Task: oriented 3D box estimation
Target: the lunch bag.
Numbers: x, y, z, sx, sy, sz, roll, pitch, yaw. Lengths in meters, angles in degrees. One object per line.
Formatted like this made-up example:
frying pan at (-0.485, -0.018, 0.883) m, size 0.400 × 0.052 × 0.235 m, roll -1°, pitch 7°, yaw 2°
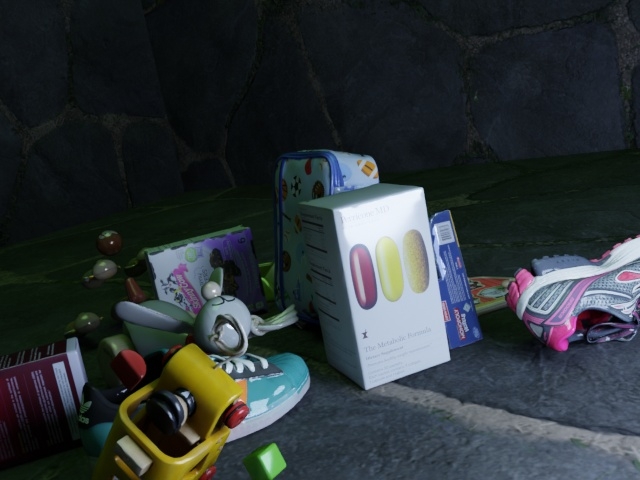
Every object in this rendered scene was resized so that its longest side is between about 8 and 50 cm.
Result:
lunch bag at (0.000, 0.000, 1.230) m, size 0.114 × 0.304 × 0.243 m, roll -2°, pitch 6°, yaw -33°

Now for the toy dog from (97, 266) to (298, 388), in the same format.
toy dog at (-0.217, 0.105, 1.080) m, size 0.333 × 0.161 × 0.220 m, roll -24°, pitch -4°, yaw 31°

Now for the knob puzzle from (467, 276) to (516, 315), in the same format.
knob puzzle at (0.248, 0.083, 1.239) m, size 0.213 × 0.030 × 0.213 m, roll -11°, pitch 12°, yaw 2°

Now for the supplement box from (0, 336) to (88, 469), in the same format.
supplement box at (-0.420, 0.223, 0.937) m, size 0.239 × 0.130 × 0.073 m, roll -13°, pitch 12°, yaw -17°

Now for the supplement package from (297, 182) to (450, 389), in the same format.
supplement package at (0.071, 0.055, 1.002) m, size 0.139 × 0.244 × 0.134 m, roll -16°, pitch 12°, yaw -20°

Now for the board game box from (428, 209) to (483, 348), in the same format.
board game box at (0.152, 0.065, 1.122) m, size 0.060 × 0.194 × 0.194 m, roll -13°, pitch -3°, yaw -22°

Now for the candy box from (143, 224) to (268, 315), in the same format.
candy box at (-0.214, 0.075, 1.362) m, size 0.196 × 0.165 × 0.070 m, roll -15°, pitch 11°, yaw -18°

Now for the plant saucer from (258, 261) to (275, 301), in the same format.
plant saucer at (-0.165, 0.091, 1.540) m, size 0.188 × 0.045 × 0.188 m, roll -9°, pitch 12°, yaw 8°

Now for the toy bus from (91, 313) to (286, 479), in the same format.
toy bus at (-0.150, 0.188, 0.703) m, size 0.190 × 0.202 × 0.104 m, roll -9°, pitch 11°, yaw 35°

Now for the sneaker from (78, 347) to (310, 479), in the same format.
sneaker at (-0.146, 0.182, 0.899) m, size 0.302 × 0.121 × 0.108 m, roll -17°, pitch 13°, yaw -32°

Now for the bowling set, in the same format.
bowling set at (-0.397, 0.068, 1.444) m, size 0.287 × 0.200 × 0.154 m, roll -23°, pitch -1°, yaw -36°

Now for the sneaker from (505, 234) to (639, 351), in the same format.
sneaker at (0.401, 0.078, 0.971) m, size 0.299 × 0.121 × 0.112 m, roll -13°, pitch 41°, yaw -13°
